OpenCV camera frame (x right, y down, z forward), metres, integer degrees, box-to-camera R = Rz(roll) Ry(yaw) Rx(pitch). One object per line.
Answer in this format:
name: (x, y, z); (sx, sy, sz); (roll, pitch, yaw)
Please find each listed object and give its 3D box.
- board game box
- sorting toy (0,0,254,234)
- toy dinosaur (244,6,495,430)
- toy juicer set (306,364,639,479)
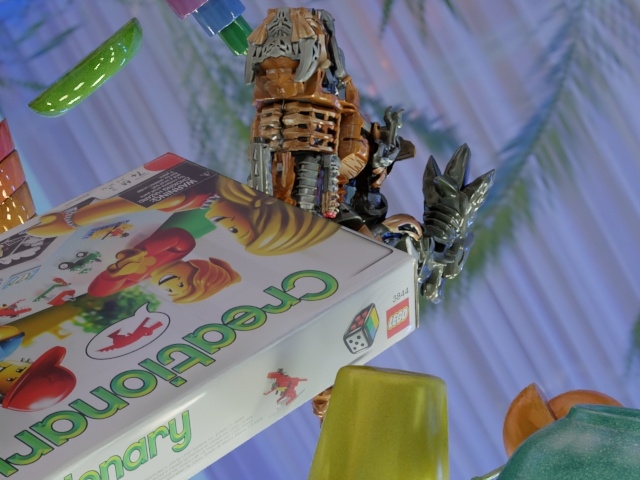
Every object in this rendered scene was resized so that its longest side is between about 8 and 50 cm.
board game box: (-0.123, 0.058, 0.793); (0.193, 0.053, 0.305); (23, -140, 38)
sorting toy: (-0.201, -0.104, 1.467); (0.365, 0.126, 0.127); (-37, -169, 7)
toy dinosaur: (0.000, 0.000, 1.136); (0.164, 0.322, 0.218); (21, -164, 21)
toy juicer set: (0.162, 0.121, 0.696); (0.209, 0.089, 0.329); (8, 178, -37)
